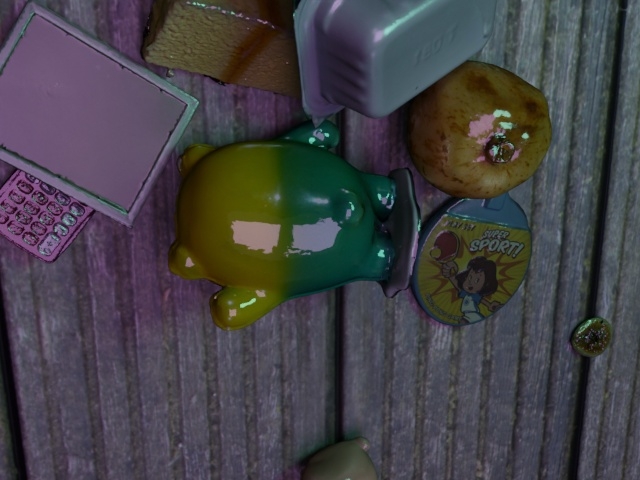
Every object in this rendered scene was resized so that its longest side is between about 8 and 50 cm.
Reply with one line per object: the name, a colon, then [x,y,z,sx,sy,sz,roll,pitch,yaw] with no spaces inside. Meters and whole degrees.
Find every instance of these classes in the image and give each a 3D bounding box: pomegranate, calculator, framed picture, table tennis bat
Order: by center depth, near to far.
framed picture: [-0.329,-0.171,1.207,0.274,0.017,0.217,32,85,-24]
calculator: [-0.374,-0.071,1.236,0.127,0.034,0.190,41,86,-25]
pomegranate: [0.235,-0.166,1.297,0.215,0.215,0.215,-5,110,-15]
table tennis bat: [0.265,-0.007,1.457,0.215,0.044,0.329,11,107,-19]

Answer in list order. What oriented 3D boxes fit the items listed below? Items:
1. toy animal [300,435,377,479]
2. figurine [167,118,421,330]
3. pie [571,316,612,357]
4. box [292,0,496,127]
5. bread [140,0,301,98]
toy animal: [0.045,0.453,1.488,0.171,0.171,0.197,-17,110,-11]
figurine: [-0.044,-0.028,1.248,0.340,0.231,0.323,4,78,-14]
pie: [0.499,0.178,1.602,0.084,0.021,0.084,-6,111,-16]
box: [0.126,-0.293,1.174,0.337,0.106,0.264,-37,150,-19]
bread: [-0.098,-0.299,1.207,0.266,0.142,0.178,8,94,-28]
